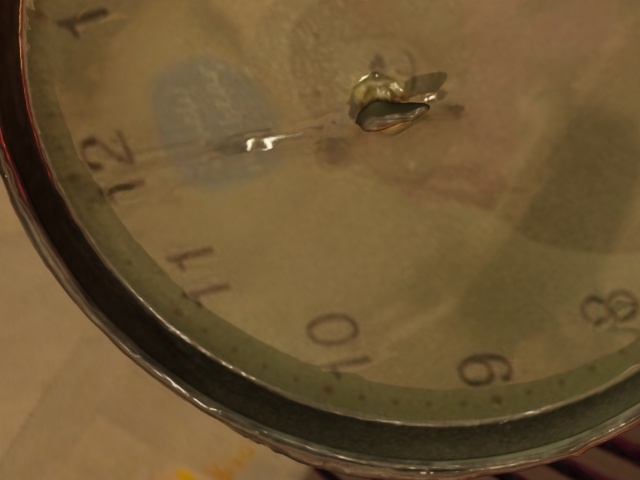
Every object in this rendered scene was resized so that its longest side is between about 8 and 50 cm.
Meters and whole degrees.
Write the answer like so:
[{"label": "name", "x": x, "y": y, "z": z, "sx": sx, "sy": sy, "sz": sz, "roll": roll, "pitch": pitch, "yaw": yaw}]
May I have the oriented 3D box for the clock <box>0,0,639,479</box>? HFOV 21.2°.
[{"label": "clock", "x": 0.020, "y": -0.044, "z": 0.554, "sx": 0.280, "sy": 0.055, "sz": 0.280, "roll": 8, "pitch": 121, "yaw": 13}]
